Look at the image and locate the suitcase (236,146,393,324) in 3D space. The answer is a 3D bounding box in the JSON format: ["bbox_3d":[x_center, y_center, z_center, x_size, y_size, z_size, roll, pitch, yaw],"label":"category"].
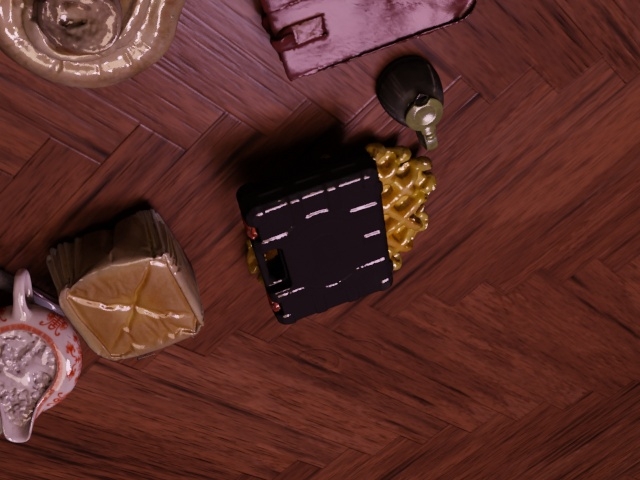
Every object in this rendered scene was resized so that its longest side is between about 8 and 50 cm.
[{"bbox_3d":[0.000,0.000,1.352,0.206,0.066,0.285,-20,140,-5],"label":"suitcase"}]

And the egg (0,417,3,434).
[{"bbox_3d":[-0.566,0.224,1.355,0.169,0.169,0.231,-31,123,9],"label":"egg"}]

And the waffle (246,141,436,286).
[{"bbox_3d":[0.037,-0.028,1.432,0.307,0.060,0.311,-5,135,-21],"label":"waffle"}]

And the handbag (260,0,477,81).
[{"bbox_3d":[0.045,-0.346,1.100,0.276,0.084,0.260,-22,138,0],"label":"handbag"}]

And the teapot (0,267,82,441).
[{"bbox_3d":[-0.424,0.156,1.296,0.159,0.116,0.245,-1,107,7],"label":"teapot"}]

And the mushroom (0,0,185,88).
[{"bbox_3d":[-0.243,-0.272,0.942,0.254,0.234,0.260,-36,135,9],"label":"mushroom"}]

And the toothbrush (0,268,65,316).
[{"bbox_3d":[-0.415,0.097,1.390,0.037,0.028,0.375,-42,135,12],"label":"toothbrush"}]

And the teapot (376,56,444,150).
[{"bbox_3d":[0.145,-0.192,1.288,0.092,0.090,0.124,-41,134,21],"label":"teapot"}]

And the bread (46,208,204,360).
[{"bbox_3d":[-0.287,0.068,1.352,0.192,0.109,0.209,-22,134,3],"label":"bread"}]
